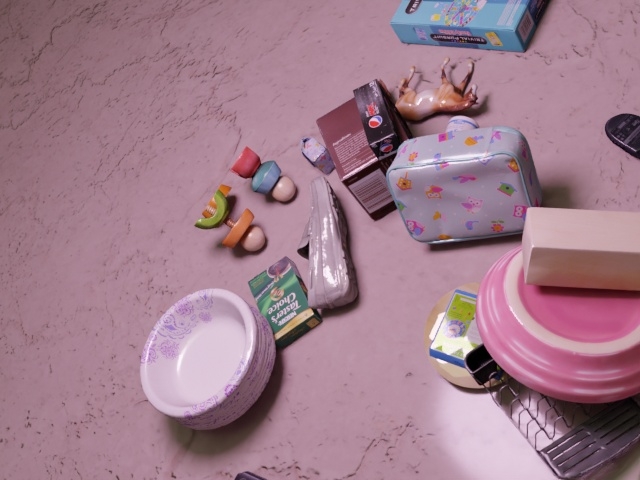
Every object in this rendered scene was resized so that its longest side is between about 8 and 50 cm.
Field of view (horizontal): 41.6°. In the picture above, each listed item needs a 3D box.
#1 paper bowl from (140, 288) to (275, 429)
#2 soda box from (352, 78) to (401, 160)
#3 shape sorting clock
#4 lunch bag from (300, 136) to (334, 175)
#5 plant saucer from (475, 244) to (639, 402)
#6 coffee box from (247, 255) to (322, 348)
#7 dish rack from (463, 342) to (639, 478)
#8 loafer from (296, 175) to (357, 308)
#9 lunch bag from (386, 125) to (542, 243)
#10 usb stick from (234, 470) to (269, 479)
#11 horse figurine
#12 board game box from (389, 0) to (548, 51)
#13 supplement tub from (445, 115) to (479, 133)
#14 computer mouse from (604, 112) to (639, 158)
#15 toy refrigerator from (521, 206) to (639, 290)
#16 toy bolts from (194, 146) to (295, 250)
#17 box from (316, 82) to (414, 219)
[{"bbox_3d":[-0.223,0.256,1.763,0.284,0.148,0.284,-16,53,23],"label":"paper bowl"},{"bbox_3d":[0.116,-0.247,1.710,0.060,0.053,0.169,-24,50,15],"label":"soda box"},{"bbox_3d":[0.293,0.175,1.560,0.206,0.040,0.206,-10,58,17],"label":"shape sorting clock"},{"bbox_3d":[-0.007,-0.201,1.974,0.053,0.071,0.083,-45,50,5],"label":"lunch bag"},{"bbox_3d":[0.428,0.108,1.402,0.332,0.084,0.332,-2,48,3],"label":"plant saucer"},{"bbox_3d":[-0.080,0.131,1.824,0.113,0.040,0.184,-34,49,9],"label":"coffee box"},{"bbox_3d":[0.396,0.251,1.401,0.208,0.074,0.271,-32,48,-4],"label":"dish rack"},{"bbox_3d":[0.000,0.000,1.813,0.111,0.112,0.319,-16,54,12],"label":"loafer"},{"bbox_3d":[0.278,-0.100,1.632,0.279,0.224,0.108,-6,41,29],"label":"lunch bag"},{"bbox_3d":[-0.058,0.506,1.567,0.278,0.045,0.077,12,75,37],"label":"usb stick"},{"bbox_3d":[0.241,-0.333,1.908,0.263,0.066,0.174,-8,51,26],"label":"horse figurine"},{"bbox_3d":[0.365,-0.576,1.976,0.336,0.079,0.254,16,70,38],"label":"board game box"},{"bbox_3d":[0.293,-0.203,1.786,0.071,0.071,0.107,3,62,34],"label":"supplement tub"},{"bbox_3d":[0.633,-0.162,1.573,0.071,0.041,0.242,-43,54,0],"label":"computer mouse"},{"bbox_3d":[0.469,0.018,1.364,0.269,0.094,0.102,3,42,6],"label":"toy refrigerator"},{"bbox_3d":[-0.169,-0.092,1.999,0.228,0.158,0.218,-56,8,2],"label":"toy bolts"},{"bbox_3d":[0.120,-0.192,1.821,0.167,0.168,0.203,-30,50,12],"label":"box"}]
